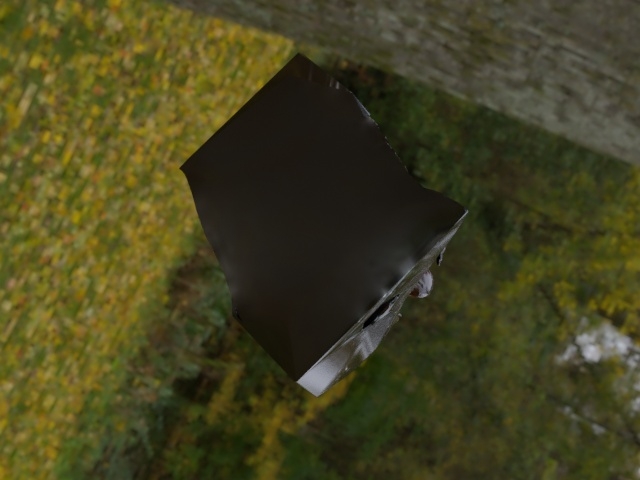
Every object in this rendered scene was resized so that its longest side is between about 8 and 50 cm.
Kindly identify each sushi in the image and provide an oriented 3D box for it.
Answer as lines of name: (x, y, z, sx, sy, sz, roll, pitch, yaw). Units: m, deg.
sushi: (-0.001, 0.000, 1.177, 0.215, 0.227, 0.212, -44, 159, -4)
